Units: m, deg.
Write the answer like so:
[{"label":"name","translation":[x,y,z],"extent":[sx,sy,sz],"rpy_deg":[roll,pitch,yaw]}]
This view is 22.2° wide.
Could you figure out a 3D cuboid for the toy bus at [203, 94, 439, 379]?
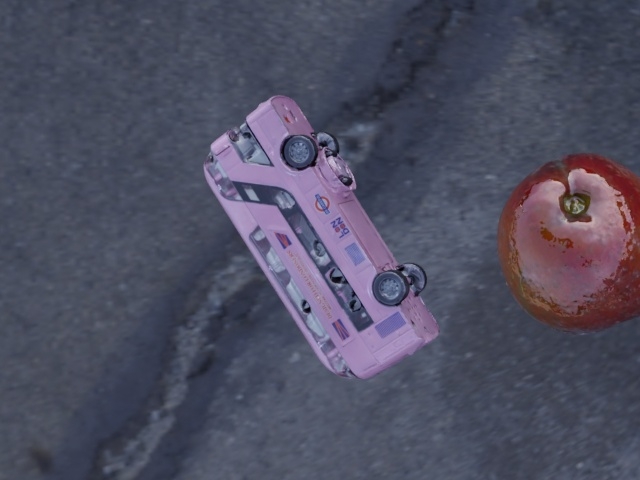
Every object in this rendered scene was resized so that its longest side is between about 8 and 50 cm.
[{"label":"toy bus","translation":[0.000,0.000,1.139],"extent":[0.090,0.063,0.203],"rpy_deg":[-34,84,19]}]

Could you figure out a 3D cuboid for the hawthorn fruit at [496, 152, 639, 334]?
[{"label":"hawthorn fruit","translation":[0.250,-0.002,1.549],"extent":[0.173,0.173,0.173],"rpy_deg":[2,95,28]}]
